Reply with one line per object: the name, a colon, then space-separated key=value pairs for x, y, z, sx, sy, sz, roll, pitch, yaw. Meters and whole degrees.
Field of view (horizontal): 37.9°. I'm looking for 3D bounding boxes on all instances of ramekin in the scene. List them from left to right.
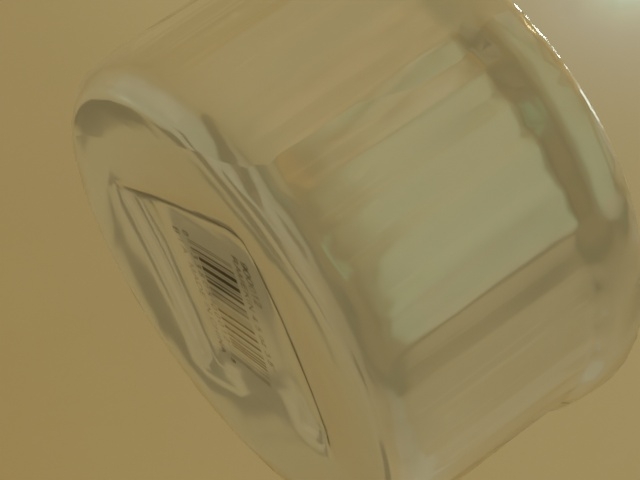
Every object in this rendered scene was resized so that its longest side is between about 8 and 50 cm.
ramekin: x=0.000 y=0.000 z=0.455 sx=0.135 sy=0.277 sz=0.277 roll=-34 pitch=-70 yaw=-24
